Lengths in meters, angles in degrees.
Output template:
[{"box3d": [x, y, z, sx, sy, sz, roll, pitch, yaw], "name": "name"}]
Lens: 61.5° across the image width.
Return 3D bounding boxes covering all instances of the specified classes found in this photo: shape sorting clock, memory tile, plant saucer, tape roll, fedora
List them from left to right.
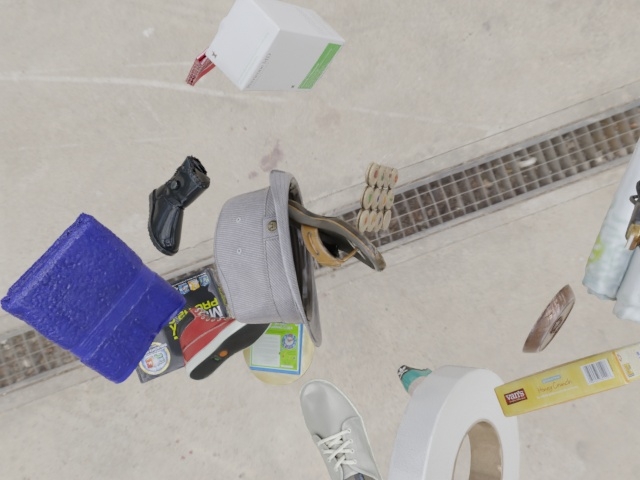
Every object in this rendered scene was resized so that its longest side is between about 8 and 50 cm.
[{"box3d": [-0.082, 0.031, 0.808, 0.124, 0.243, 0.275, -9, 78, 6], "name": "fedora"}, {"box3d": [-0.107, 0.262, 1.363, 0.206, 0.040, 0.206, -2, 84, 24], "name": "shape sorting clock"}, {"box3d": [0.096, -0.069, 0.885, 0.012, 0.148, 0.113, 15, 99, 23], "name": "memory tile"}, {"box3d": [0.257, 0.426, 0.980, 0.072, 0.392, 0.391, -3, 89, 41], "name": "tape roll"}, {"box3d": [0.471, 0.167, 1.097, 0.029, 0.168, 0.168, 35, 88, 32], "name": "plant saucer"}]

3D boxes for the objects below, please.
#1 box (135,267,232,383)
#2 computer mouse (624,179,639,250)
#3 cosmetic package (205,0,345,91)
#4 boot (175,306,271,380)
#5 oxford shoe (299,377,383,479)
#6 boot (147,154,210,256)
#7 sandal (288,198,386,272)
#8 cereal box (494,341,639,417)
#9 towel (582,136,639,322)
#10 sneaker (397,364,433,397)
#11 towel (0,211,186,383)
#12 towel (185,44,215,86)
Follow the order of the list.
[{"box3d": [-0.370, 0.219, 1.400, 0.270, 0.060, 0.216, -21, 84, -3], "name": "box"}, {"box3d": [0.274, 0.051, 0.383, 0.042, 0.106, 0.193, -22, 103, 39], "name": "computer mouse"}, {"box3d": [-0.112, -0.528, 1.469, 0.155, 0.366, 0.197, 47, 122, 9], "name": "cosmetic package"}, {"box3d": [-0.235, 0.189, 1.266, 0.244, 0.088, 0.176, -37, 48, 6], "name": "boot"}, {"box3d": [0.067, 0.614, 1.582, 0.169, 0.130, 0.449, -29, 70, 8], "name": "oxford shoe"}, {"box3d": [-0.404, -0.105, 1.550, 0.207, 0.094, 0.246, -36, 53, 28], "name": "boot"}, {"box3d": [0.000, 0.000, 0.743, 0.219, 0.090, 0.060, 27, 76, 35], "name": "sandal"}, {"box3d": [0.383, 0.189, 0.759, 0.240, 0.173, 0.047, 3, 61, -42], "name": "cereal box"}, {"box3d": [0.444, -0.084, 0.576, 0.321, 0.090, 0.374, 5, 107, -41], "name": "towel"}, {"box3d": [0.353, 0.459, 1.664, 0.302, 0.121, 0.108, 36, 97, -36], "name": "sneaker"}, {"box3d": [-0.434, 0.119, 1.062, 0.076, 0.308, 0.227, 16, 62, 41], "name": "towel"}, {"box3d": [-0.313, -0.559, 1.612, 0.199, 0.275, 0.031, -46, 106, -13], "name": "towel"}]
